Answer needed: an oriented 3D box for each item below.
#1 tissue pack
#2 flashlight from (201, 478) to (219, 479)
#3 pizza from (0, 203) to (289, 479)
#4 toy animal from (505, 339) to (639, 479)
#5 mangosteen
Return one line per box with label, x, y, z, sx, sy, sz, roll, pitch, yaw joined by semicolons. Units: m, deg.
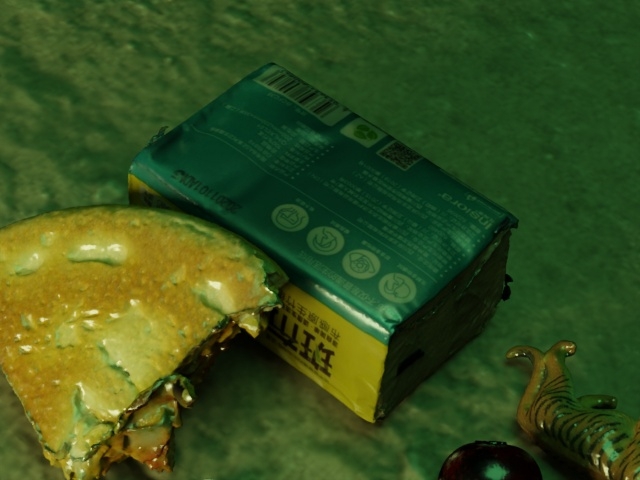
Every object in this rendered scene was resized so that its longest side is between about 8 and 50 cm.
tissue pack;0.000;0.000;1.510;0.271;0.134;0.192;34;51;22
flashlight;-0.082;0.215;1.368;0.018;0.018;0.083;6;45;-6
pizza;-0.161;0.083;1.419;0.290;0.081;0.228;-1;65;17
toy animal;0.227;0.150;1.451;0.099;0.056;0.241;-32;48;-34
mangosteen;0.126;0.189;1.394;0.081;0.081;0.081;5;46;-5
